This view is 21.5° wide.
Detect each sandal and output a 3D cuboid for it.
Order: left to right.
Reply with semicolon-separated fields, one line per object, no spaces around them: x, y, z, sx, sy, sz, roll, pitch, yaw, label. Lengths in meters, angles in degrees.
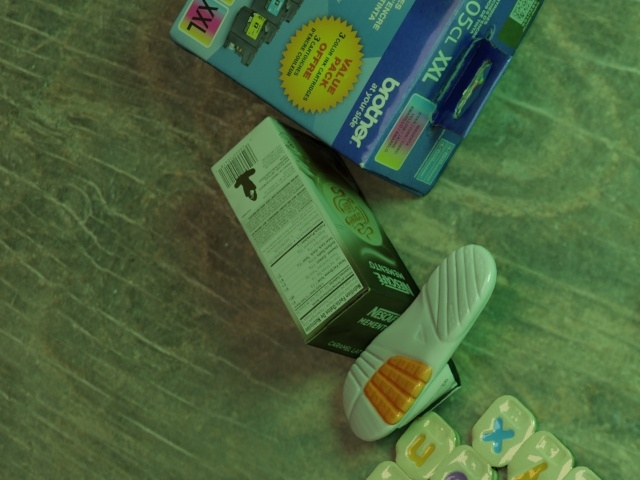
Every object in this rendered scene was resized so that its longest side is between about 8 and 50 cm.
0.121;0.117;1.758;0.265;0.076;0.102;-52;42;29;sandal

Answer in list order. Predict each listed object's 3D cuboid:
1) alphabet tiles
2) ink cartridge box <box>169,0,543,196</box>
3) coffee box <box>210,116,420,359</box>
0.162;0.311;1.726;0.284;0.021;0.278;43;100;32;alphabet tiles
0.058;-0.234;1.851;0.395;0.151;0.270;35;99;32;ink cartridge box
0.000;0.000;1.834;0.098;0.141;0.246;-41;61;19;coffee box
